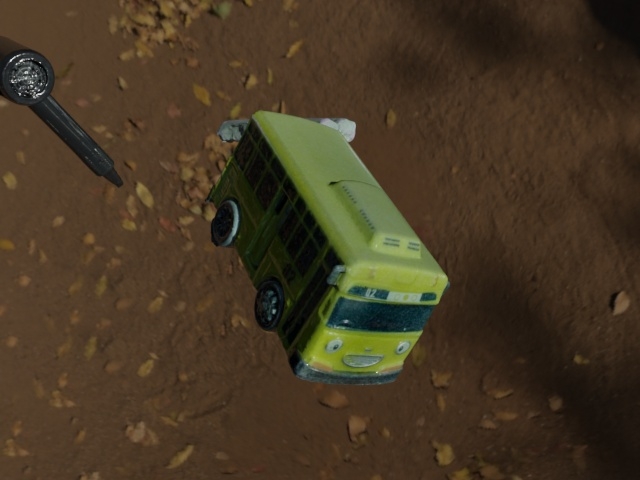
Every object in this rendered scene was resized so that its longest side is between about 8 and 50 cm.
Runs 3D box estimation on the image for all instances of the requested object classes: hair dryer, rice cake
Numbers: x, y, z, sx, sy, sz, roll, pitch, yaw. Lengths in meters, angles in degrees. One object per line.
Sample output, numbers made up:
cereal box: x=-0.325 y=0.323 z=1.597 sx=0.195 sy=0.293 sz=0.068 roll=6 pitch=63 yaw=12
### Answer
hair dryer: x=-0.328 y=-0.151 z=0.996 sx=0.070 sy=0.255 sz=0.128 roll=-50 pitch=40 yaw=-12
rice cake: x=-0.057 y=-0.174 z=1.232 sx=0.226 sy=0.085 sz=0.040 roll=7 pitch=102 yaw=37

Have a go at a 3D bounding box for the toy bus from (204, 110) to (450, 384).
toy bus: x=0.000 y=0.000 z=0.496 sx=0.101 sy=0.088 sz=0.175 roll=-59 pitch=41 yaw=26
